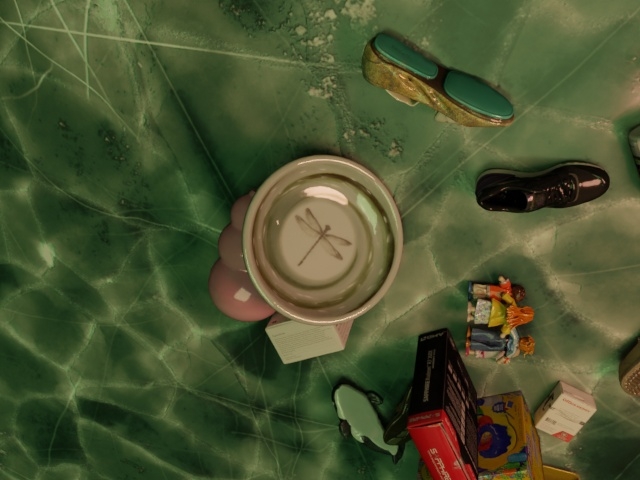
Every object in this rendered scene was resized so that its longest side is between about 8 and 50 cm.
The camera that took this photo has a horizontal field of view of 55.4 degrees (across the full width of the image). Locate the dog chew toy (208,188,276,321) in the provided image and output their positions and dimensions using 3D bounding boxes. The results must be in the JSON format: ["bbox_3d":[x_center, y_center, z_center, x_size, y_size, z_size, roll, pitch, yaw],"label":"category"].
[{"bbox_3d":[-0.174,0.034,1.546,0.206,0.206,0.332,12,108,10],"label":"dog chew toy"}]

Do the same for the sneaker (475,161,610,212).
[{"bbox_3d":[0.486,-0.098,1.339,0.283,0.124,0.107,-4,114,17],"label":"sneaker"}]

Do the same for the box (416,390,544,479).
[{"bbox_3d":[0.419,0.575,1.588,0.279,0.290,0.177,-18,109,21],"label":"box"}]

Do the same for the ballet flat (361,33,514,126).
[{"bbox_3d":[0.244,-0.320,1.315,0.348,0.123,0.123,28,119,0],"label":"ballet flat"}]

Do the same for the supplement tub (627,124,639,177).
[{"bbox_3d":[0.718,-0.151,1.255,0.117,0.117,0.190,-19,108,23],"label":"supplement tub"}]

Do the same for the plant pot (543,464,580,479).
[{"bbox_3d":[0.588,0.763,1.695,0.212,0.212,0.187,12,131,9],"label":"plant pot"}]

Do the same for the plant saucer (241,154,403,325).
[{"bbox_3d":[0.000,0.000,1.460,0.400,0.100,0.401,0,90,-20],"label":"plant saucer"}]

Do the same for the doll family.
[{"bbox_3d":[0.445,0.223,1.508,0.163,0.118,0.263,3,116,14],"label":"doll family"}]

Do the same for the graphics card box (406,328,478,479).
[{"bbox_3d":[0.308,0.413,1.495,0.094,0.371,0.233,-20,110,22],"label":"graphics card box"}]

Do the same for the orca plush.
[{"bbox_3d":[0.128,0.520,1.778,0.287,0.102,0.151,34,75,-14],"label":"orca plush"}]

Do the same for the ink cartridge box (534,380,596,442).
[{"bbox_3d":[0.640,0.449,1.601,0.099,0.056,0.135,25,119,2],"label":"ink cartridge box"}]

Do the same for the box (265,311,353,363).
[{"bbox_3d":[-0.020,0.206,1.590,0.181,0.181,0.119,-18,110,22],"label":"box"}]

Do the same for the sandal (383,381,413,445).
[{"bbox_3d":[0.243,0.481,1.721,0.090,0.060,0.219,17,102,-12],"label":"sandal"}]

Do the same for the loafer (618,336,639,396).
[{"bbox_3d":[0.808,0.251,1.444,0.102,0.092,0.268,44,102,-13],"label":"loafer"}]
